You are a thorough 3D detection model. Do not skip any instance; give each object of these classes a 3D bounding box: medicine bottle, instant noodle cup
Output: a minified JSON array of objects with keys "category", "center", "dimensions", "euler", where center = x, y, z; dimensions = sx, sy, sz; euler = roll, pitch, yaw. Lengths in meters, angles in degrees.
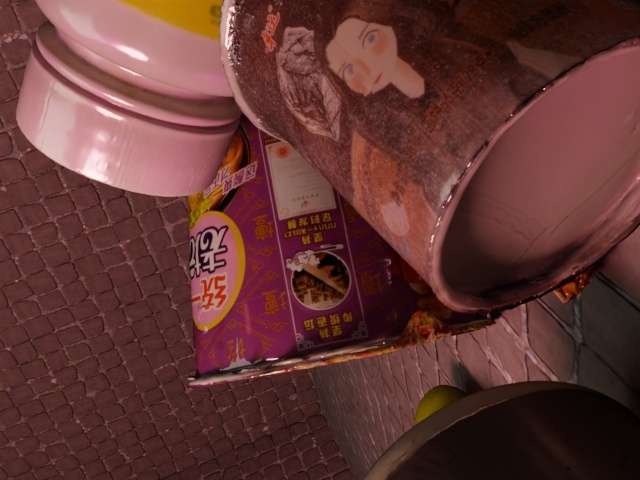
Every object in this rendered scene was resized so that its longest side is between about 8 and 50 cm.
[{"category":"medicine bottle","center":[-0.103,-0.241,0.574],"dimensions":[0.378,0.214,0.213],"euler":[-63,34,25]},{"category":"instant noodle cup","center":[0.000,0.000,0.790],"dimensions":[0.340,0.340,0.265],"euler":[126,134,-79]},{"category":"instant noodle cup","center":[0.078,-0.087,0.415],"dimensions":[0.207,0.218,0.217],"euler":[54,163,38]}]

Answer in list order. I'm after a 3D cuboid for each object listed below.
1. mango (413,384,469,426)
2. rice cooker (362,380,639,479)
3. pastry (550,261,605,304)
[{"category":"mango","center":[0.177,0.283,0.833],"dimensions":[0.293,0.143,0.175],"euler":[-109,4,-67]},{"category":"rice cooker","center":[0.163,0.262,0.449],"dimensions":[0.277,0.289,0.288],"euler":[-127,19,-58]},{"category":"pastry","center":[0.151,-0.035,0.522],"dimensions":[0.087,0.063,0.169],"euler":[29,-153,-54]}]
